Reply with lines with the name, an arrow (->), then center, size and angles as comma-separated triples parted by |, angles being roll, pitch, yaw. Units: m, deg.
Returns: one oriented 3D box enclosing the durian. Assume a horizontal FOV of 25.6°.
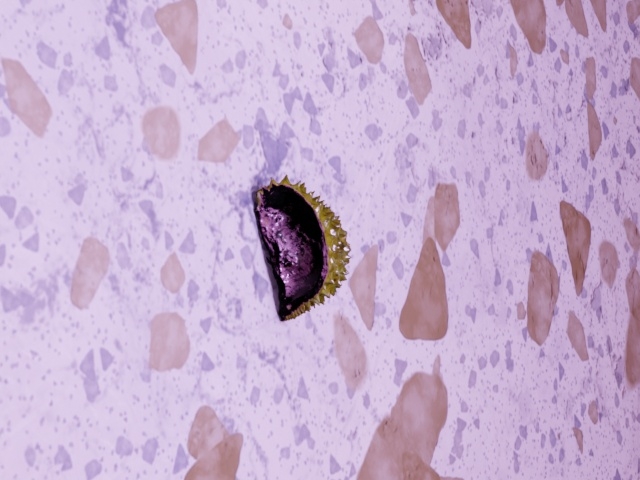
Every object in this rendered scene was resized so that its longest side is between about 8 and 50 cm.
durian -> 0.001, -0.001, 1.762 | 0.108, 0.119, 0.186 | -23, 104, -50
